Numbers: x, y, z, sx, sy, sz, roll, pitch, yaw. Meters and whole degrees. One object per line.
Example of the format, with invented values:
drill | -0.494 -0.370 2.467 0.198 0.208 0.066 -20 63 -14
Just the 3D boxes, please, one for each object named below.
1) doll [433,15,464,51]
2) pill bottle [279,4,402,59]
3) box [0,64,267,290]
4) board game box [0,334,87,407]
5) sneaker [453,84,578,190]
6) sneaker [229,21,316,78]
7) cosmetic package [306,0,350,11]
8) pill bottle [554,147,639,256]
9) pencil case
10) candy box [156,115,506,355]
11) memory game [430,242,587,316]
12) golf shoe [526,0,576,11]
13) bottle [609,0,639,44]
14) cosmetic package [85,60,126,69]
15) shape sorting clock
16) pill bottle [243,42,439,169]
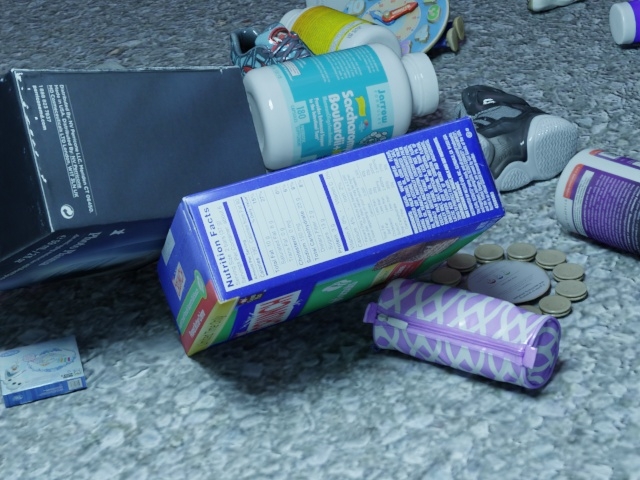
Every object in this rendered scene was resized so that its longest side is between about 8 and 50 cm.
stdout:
doll | 0.145 -0.345 2.266 0.189 0.046 0.129 1 38 26
pill bottle | 0.023 -0.305 2.144 0.117 0.117 0.215 -24 34 -30
box | -0.263 -0.064 1.506 0.294 0.183 0.296 -9 -9 -42
board game box | -0.309 0.144 1.495 0.090 0.020 0.090 -13 30 -11
sneaker | 0.198 -0.130 1.803 0.268 0.101 0.153 -13 35 -24
sneaker | -0.060 -0.268 2.073 0.104 0.125 0.261 -29 33 -35
cosmetic package | 0.125 -0.546 2.466 0.156 0.217 0.385 13 32 30
pill bottle | 0.383 -0.035 1.595 0.108 0.108 0.193 -28 36 -34
pencil case | 0.149 0.095 1.422 0.206 0.086 0.088 11 -3 31
candy box | 0.000 0.000 1.439 0.317 0.122 0.268 -16 -11 -16
memory game | 0.218 0.051 1.570 0.186 0.012 0.186 -5 28 3
golf shoe | 0.427 -0.449 2.378 0.086 0.068 0.186 16 36 32
bottle | 0.610 -0.369 2.171 0.282 0.092 0.118 -9 30 -6
cosmetic package | -0.379 -0.180 2.016 0.238 0.107 0.127 -24 33 -24
shape sorting clock | 0.114 -0.362 2.230 0.206 0.040 0.206 -14 49 17
pill bottle | 0.030 -0.197 1.917 0.264 0.146 0.146 -15 30 -14
